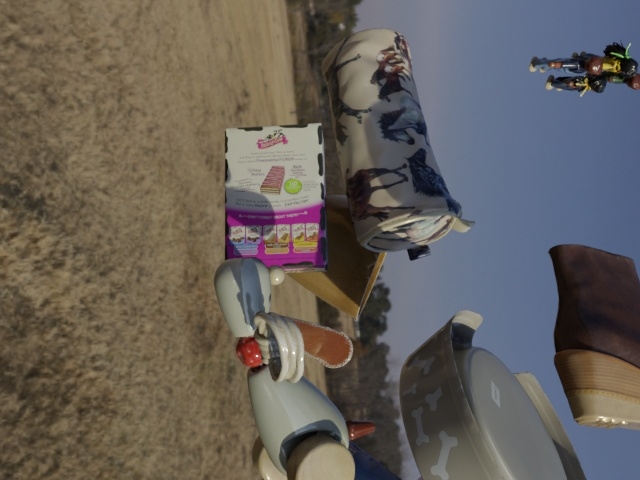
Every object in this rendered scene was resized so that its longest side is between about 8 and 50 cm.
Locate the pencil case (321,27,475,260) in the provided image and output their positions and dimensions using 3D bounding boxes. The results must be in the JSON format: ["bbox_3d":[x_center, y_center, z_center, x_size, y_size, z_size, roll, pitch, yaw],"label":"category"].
[{"bbox_3d":[0.117,-0.176,1.062,0.160,0.184,0.410,122,-38,-59],"label":"pencil case"}]

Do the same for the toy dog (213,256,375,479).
[{"bbox_3d":[-0.019,0.178,0.810,0.220,0.161,0.333,28,-51,51],"label":"toy dog"}]

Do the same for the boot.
[{"bbox_3d":[0.376,0.114,0.704,0.090,0.249,0.206,130,-31,-59],"label":"boot"}]

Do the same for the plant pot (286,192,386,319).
[{"bbox_3d":[0.000,0.000,1.226,0.237,0.255,0.237,21,90,-82],"label":"plant pot"}]

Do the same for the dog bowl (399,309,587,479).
[{"bbox_3d":[0.232,0.268,0.820,0.349,0.102,0.348,43,26,-27],"label":"dog bowl"}]

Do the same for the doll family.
[{"bbox_3d":[0.407,-0.252,0.923,0.111,0.193,0.076,36,-42,54],"label":"doll family"}]

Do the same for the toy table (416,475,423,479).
[{"bbox_3d":[0.277,0.605,1.336,0.161,0.252,0.274,-21,112,-76],"label":"toy table"}]

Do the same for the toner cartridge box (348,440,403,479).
[{"bbox_3d":[0.090,0.467,1.143,0.165,0.075,0.348,58,-19,-18],"label":"toner cartridge box"}]

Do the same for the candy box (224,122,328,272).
[{"bbox_3d":[-0.070,-0.065,0.997,0.071,0.159,0.233,73,16,-78],"label":"candy box"}]
